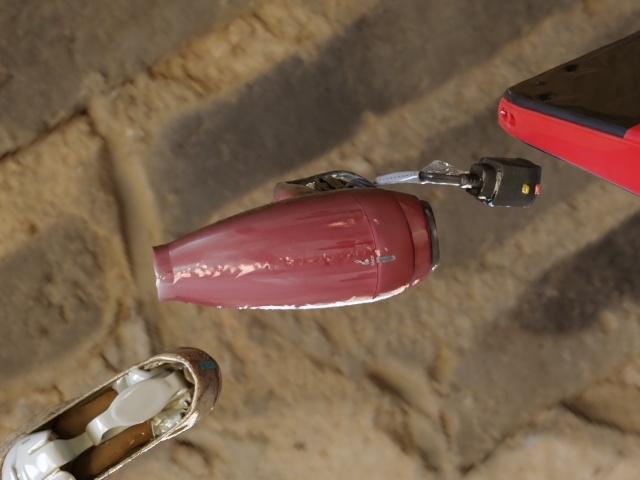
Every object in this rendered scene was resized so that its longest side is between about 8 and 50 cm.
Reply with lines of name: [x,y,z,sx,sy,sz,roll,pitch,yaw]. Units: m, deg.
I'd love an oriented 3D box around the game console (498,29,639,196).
game console: [0.364,-0.110,1.008,0.386,0.342,0.060,-24,-64,-22]

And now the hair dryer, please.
hair dryer: [0.000,0.000,1.069,0.293,0.224,0.080,-15,-81,-46]

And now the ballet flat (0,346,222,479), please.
ballet flat: [-0.163,0.136,1.039,0.206,0.073,0.067,-35,-10,-5]
